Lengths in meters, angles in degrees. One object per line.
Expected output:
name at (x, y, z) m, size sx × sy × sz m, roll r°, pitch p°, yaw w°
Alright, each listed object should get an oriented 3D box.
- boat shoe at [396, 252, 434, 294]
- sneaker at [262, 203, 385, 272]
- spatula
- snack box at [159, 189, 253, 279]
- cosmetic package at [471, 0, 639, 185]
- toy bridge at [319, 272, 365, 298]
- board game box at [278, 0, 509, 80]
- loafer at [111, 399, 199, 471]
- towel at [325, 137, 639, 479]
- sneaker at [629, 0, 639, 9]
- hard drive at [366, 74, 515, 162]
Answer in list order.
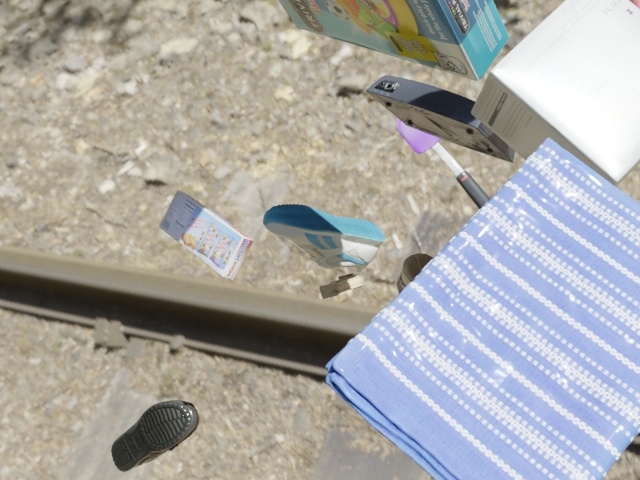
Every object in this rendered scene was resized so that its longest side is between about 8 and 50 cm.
boat shoe at (0.234, 0.154, 1.624) m, size 0.103 × 0.092 × 0.285 m, roll -27°, pitch 70°, yaw -27°
sneaker at (0.000, 0.000, 1.628) m, size 0.229 × 0.092 × 0.087 m, roll 15°, pitch 30°, yaw -20°
spatula at (0.264, -0.150, 1.803) m, size 0.084 × 0.030 × 0.296 m, roll -39°, pitch 85°, yaw 3°
snack box at (-0.167, -0.011, 1.287) m, size 0.178 × 0.022 × 0.064 m, roll 33°, pitch 96°, yaw 43°
cosmetic package at (0.375, -0.201, 1.248) m, size 0.225 × 0.138 × 0.224 m, roll 44°, pitch 76°, yaw 10°
toy bridge at (0.049, 0.081, 1.689) m, size 0.063 × 0.188 × 0.026 m, roll -15°, pitch 91°, yaw 13°
board game box at (0.046, -0.343, 1.140) m, size 0.336 × 0.254 × 0.079 m, roll 26°, pitch 76°, yaw 39°
loafer at (-0.285, 0.340, 1.606) m, size 0.220 × 0.078 × 0.080 m, roll -33°, pitch 73°, yaw 33°
towel at (0.196, 0.079, 0.812) m, size 0.243 × 0.040 × 0.336 m, roll 40°, pitch 74°, yaw 21°
sneaker at (0.534, -0.316, 1.557) m, size 0.136 × 0.313 × 0.116 m, roll -1°, pitch 19°, yaw 34°
hard drive at (0.220, -0.221, 1.607) m, size 0.255 × 0.172 × 0.054 m, roll 27°, pitch 88°, yaw 41°
